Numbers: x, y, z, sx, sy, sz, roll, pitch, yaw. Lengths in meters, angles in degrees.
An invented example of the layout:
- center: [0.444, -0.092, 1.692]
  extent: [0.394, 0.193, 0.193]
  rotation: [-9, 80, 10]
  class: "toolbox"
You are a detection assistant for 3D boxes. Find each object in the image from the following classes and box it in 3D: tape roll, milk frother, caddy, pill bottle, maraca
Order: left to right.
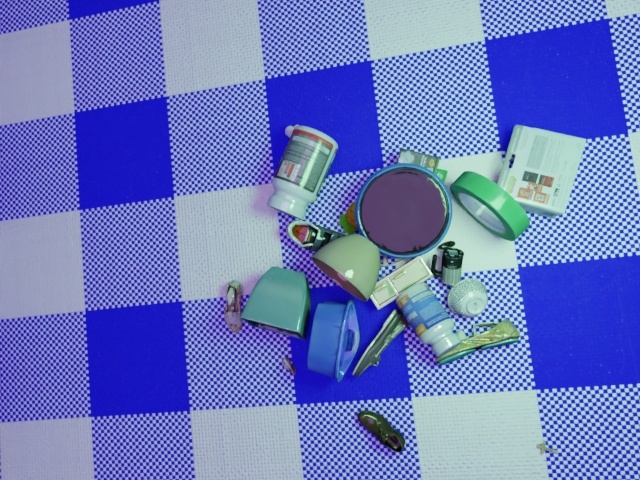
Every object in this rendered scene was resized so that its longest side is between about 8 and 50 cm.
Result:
- center: [-0.084, -0.287, 1.746]
  extent: [0.210, 0.210, 0.363]
  rotation: [23, 89, 9]
  class: "pill bottle"
- center: [0.070, 0.401, 1.661]
  extent: [0.179, 0.241, 0.341]
  rotation: [8, 88, 13]
  class: "caddy"
- center: [0.160, -0.102, 1.757]
  extent: [0.186, 0.099, 0.127]
  rotation: [-36, 75, 25]
  class: "maraca"
- center: [0.434, 0.317, 1.618]
  extent: [0.152, 0.152, 0.272]
  rotation: [-33, 62, 5]
  class: "pill bottle"
- center: [0.541, 0.088, 1.691]
  extent: [0.129, 0.143, 0.134]
  rotation: [18, 127, 34]
  class: "milk frother"
- center: [0.649, -0.133, 1.569]
  extent: [0.321, 0.321, 0.077]
  rotation: [44, 94, 9]
  class: "tape roll"

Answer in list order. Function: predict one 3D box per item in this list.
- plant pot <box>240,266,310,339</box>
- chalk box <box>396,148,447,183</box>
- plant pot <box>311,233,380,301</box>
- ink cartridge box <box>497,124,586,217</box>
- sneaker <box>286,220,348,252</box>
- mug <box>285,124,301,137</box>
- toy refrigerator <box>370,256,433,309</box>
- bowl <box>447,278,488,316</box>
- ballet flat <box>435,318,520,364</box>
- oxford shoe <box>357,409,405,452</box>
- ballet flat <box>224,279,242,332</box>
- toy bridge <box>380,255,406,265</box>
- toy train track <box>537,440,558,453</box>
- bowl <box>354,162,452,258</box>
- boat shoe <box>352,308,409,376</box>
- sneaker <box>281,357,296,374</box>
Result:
- center: [-0.160, 0.255, 1.710]
  extent: [0.248, 0.247, 0.252]
  rotation: [12, 71, 9]
  class: "plant pot"
- center: [0.423, -0.288, 1.712]
  extent: [0.213, 0.132, 0.132]
  rotation: [17, 88, 8]
  class: "chalk box"
- center: [0.131, 0.084, 1.635]
  extent: [0.284, 0.284, 0.191]
  rotation: [37, 80, 9]
  class: "plant pot"
- center: [0.870, -0.281, 1.645]
  extent: [0.272, 0.130, 0.309]
  rotation: [18, 89, 11]
  class: "ink cartridge box"
- center: [0.000, 0.000, 1.758]
  extent: [0.321, 0.127, 0.126]
  rotation: [15, 88, 8]
  class: "sneaker"
- center: [-0.123, -0.494, 1.851]
  extent: [0.064, 0.078, 0.062]
  rotation: [36, 124, 18]
  class: "mug"
- center: [0.331, 0.177, 1.711]
  extent: [0.269, 0.094, 0.102]
  rotation: [-33, 82, 6]
  class: "toy refrigerator"
- center: [0.612, 0.247, 1.638]
  extent: [0.170, 0.080, 0.170]
  rotation: [-2, 107, -5]
  class: "bowl"
- center: [0.624, 0.406, 1.651]
  extent: [0.349, 0.123, 0.123]
  rotation: [-20, 83, 7]
  class: "ballet flat"
- center: [0.254, 0.790, 1.679]
  extent: [0.227, 0.096, 0.083]
  rotation: [31, 93, 11]
  class: "oxford shoe"
- center: [-0.399, 0.299, 1.819]
  extent: [0.091, 0.077, 0.241]
  rotation: [-4, 86, 7]
  class: "ballet flat"
- center: [0.280, 0.080, 1.759]
  extent: [0.188, 0.026, 0.063]
  rotation: [2, 87, 9]
  class: "toy bridge"
- center: [0.908, 0.834, 1.620]
  extent: [0.083, 0.014, 0.048]
  rotation: [19, 82, 4]
  class: "toy train track"
- center: [0.331, -0.116, 1.629]
  extent: [0.391, 0.077, 0.391]
  rotation: [1, 96, 10]
  class: "bowl"
- center: [0.257, 0.446, 1.694]
  extent: [0.095, 0.112, 0.335]
  rotation: [34, 88, 14]
  class: "boat shoe"
- center: [-0.141, 0.560, 1.789]
  extent: [0.037, 0.032, 0.083]
  rotation: [-38, 76, 18]
  class: "sneaker"
